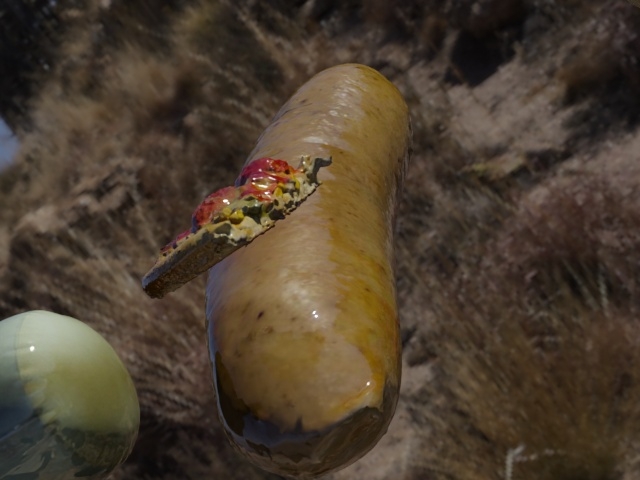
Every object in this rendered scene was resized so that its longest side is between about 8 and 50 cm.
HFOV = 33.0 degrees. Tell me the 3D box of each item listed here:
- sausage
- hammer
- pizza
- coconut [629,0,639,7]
[{"bbox_3d":[-0.003,0.001,0.731,0.136,0.123,0.501,-27,20,17],"label":"sausage"},{"bbox_3d":[-0.247,0.083,0.537,0.202,0.113,0.305,-34,-35,14],"label":"hammer"},{"bbox_3d":[-0.052,-0.002,0.481,0.099,0.029,0.100,-33,3,33],"label":"pizza"},{"bbox_3d":[0.241,-0.237,0.611,0.237,0.237,0.197,-32,27,37],"label":"coconut"}]
